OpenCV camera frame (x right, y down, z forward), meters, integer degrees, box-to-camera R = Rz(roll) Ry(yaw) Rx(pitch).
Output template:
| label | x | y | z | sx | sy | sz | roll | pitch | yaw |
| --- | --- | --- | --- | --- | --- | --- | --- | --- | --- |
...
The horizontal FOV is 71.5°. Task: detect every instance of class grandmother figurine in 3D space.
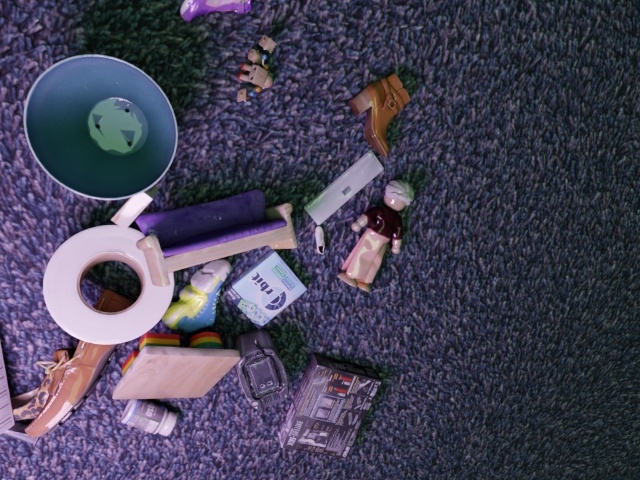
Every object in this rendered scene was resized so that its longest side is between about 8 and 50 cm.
| label | x | y | z | sx | sy | sz | roll | pitch | yaw |
| --- | --- | --- | --- | --- | --- | --- | --- | --- | --- |
| grandmother figurine | 0.169 | -0.025 | 1.312 | 0.207 | 0.104 | 0.343 | 23 | 97 | -48 |

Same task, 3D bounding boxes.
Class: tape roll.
| label | x | y | z | sx | sy | sz | roll | pitch | yaw |
| --- | --- | --- | --- | --- | --- | --- | --- | --- | --- |
| tape roll | -0.509 | 0.108 | 1.089 | 0.285 | 0.100 | 0.287 | 6 | 76 | -25 |

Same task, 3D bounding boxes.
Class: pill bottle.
| label | x | y | z | sx | sy | sz | roll | pitch | yaw |
| --- | --- | --- | --- | --- | --- | --- | --- | --- | --- |
| pill bottle | -0.493 | 0.510 | 1.285 | 0.137 | 0.078 | 0.078 | 32 | 95 | -22 |

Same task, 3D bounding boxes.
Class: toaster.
| label | x | y | z | sx | sy | sz | roll | pitch | yaw |
| --- | --- | --- | --- | --- | --- | --- | --- | --- | --- |
| toaster | -0.178 | 0.360 | 1.294 | 0.129 | 0.146 | 0.227 | -20 | 111 | -10 |

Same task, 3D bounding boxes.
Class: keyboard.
| label | x | y | z | sx | sy | sz | roll | pitch | yaw |
| --- | --- | --- | --- | --- | --- | --- | --- | --- | --- |
| keyboard | 0.070 | -0.152 | 1.288 | 0.256 | 0.014 | 0.072 | -41 | 117 | -1 |

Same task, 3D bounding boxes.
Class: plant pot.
| label | x | y | z | sx | sy | sz | roll | pitch | yaw |
| --- | --- | --- | --- | --- | --- | --- | --- | --- | --- |
| plant pot | -0.471 | -0.254 | 1.003 | 0.289 | 0.195 | 0.291 | -5 | 107 | -15 |

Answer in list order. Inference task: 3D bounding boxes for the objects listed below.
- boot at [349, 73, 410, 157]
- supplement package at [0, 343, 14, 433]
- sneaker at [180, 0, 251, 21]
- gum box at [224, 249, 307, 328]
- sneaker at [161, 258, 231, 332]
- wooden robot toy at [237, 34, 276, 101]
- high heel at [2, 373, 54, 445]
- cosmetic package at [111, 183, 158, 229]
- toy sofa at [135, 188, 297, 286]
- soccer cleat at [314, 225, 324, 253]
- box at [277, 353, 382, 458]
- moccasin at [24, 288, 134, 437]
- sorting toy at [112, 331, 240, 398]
| label | x | y | z | sx | sy | sz | roll | pitch | yaw |
| --- | --- | --- | --- | --- | --- | --- | --- | --- | --- |
| boot | 0.187 | -0.346 | 1.232 | 0.152 | 0.073 | 0.197 | -35 | 115 | -8 |
| supplement package | -0.859 | 0.364 | 1.064 | 0.138 | 0.134 | 0.244 | -8 | 93 | 1 |
| sneaker | -0.216 | -0.573 | 1.042 | 0.236 | 0.095 | 0.105 | -37 | 120 | -4 |
| gum box | -0.158 | 0.140 | 1.292 | 0.184 | 0.041 | 0.157 | -40 | 112 | -3 |
| sneaker | -0.321 | 0.162 | 1.241 | 0.240 | 0.091 | 0.126 | -42 | 131 | -1 |
| wooden robot toy | -0.153 | -0.422 | 1.128 | 0.079 | 0.076 | 0.174 | 9 | 106 | -54 |
| high heel | -0.792 | 0.400 | 1.168 | 0.186 | 0.093 | 0.262 | 25 | 94 | -11 |
| cosmetic package | -0.445 | -0.087 | 1.065 | 0.115 | 0.060 | 0.041 | -42 | 116 | 17 |
| toy sofa | -0.252 | -0.021 | 1.093 | 0.362 | 0.150 | 0.177 | -16 | 96 | -30 |
| soccer cleat | 0.000 | 0.000 | 1.298 | 0.029 | 0.035 | 0.084 | -6 | 108 | -14 |
| box | 0.030 | 0.544 | 1.445 | 0.242 | 0.076 | 0.308 | 19 | 100 | -20 |
| moccasin | -0.615 | 0.304 | 1.121 | 0.146 | 0.139 | 0.380 | 32 | 79 | -14 |
| sorting toy | -0.391 | 0.333 | 1.206 | 0.255 | 0.090 | 0.257 | 13 | 134 | -36 |
